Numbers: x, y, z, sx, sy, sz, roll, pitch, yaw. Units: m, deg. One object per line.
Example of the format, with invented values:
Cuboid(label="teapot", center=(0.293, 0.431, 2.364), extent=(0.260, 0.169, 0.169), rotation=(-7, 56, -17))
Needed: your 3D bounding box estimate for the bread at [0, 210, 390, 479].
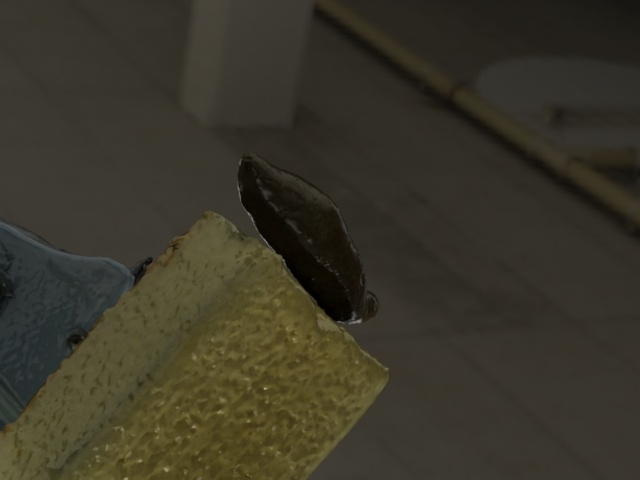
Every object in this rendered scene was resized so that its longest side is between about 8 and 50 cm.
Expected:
Cuboid(label="bread", center=(-0.069, 0.091, 0.824), extent=(0.068, 0.188, 0.125), rotation=(32, 168, 50))

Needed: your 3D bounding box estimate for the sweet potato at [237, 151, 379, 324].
Cuboid(label="sweet potato", center=(0.000, 0.006, 0.843), extent=(0.038, 0.153, 0.041), rotation=(-13, -127, 19))

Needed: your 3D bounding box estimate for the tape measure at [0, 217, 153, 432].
Cuboid(label="tape measure", center=(-0.209, 0.067, 1.018), extent=(0.182, 0.181, 0.107), rotation=(19, 172, 11))
